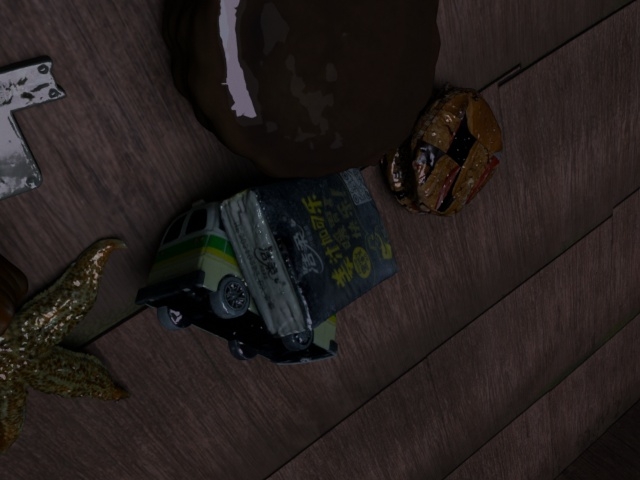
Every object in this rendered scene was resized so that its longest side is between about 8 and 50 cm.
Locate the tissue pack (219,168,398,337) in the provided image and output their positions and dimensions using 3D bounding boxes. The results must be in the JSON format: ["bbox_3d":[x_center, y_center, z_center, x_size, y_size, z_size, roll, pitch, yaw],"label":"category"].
[{"bbox_3d":[0.000,0.000,0.761,0.257,0.081,0.185,-23,92,-54],"label":"tissue pack"}]

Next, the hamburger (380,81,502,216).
[{"bbox_3d":[0.211,-0.141,0.932,0.231,0.107,0.230,-12,112,-30],"label":"hamburger"}]

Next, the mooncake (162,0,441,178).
[{"bbox_3d":[-0.025,-0.240,0.663,0.324,0.187,0.323,-15,119,-29],"label":"mooncake"}]

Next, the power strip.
[{"bbox_3d":[-0.344,-0.150,0.573,0.145,0.061,0.215,-25,126,-20],"label":"power strip"}]

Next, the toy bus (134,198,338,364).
[{"bbox_3d":[-0.097,0.068,0.784,0.276,0.134,0.164,35,50,-42],"label":"toy bus"}]

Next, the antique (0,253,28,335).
[{"bbox_3d":[-0.415,0.009,0.498,0.129,0.223,0.278,-45,120,1],"label":"antique"}]

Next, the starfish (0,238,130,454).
[{"bbox_3d":[-0.405,0.149,0.687,0.358,0.078,0.347,-13,123,-28],"label":"starfish"}]
